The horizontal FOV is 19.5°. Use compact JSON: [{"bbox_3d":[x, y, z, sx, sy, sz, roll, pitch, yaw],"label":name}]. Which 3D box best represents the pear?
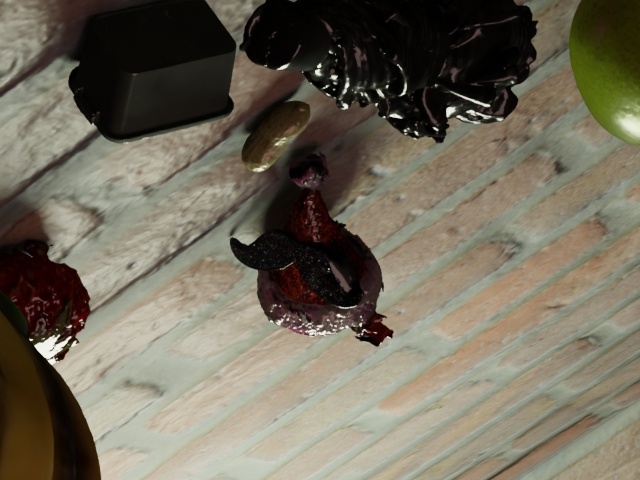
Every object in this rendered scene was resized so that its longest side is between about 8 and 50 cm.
[{"bbox_3d":[0.329,-0.194,1.725,0.187,0.187,0.219,-16,141,-31],"label":"pear"}]

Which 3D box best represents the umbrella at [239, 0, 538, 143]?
[{"bbox_3d":[0.074,-0.159,1.513,0.154,0.128,0.337,-40,160,18],"label":"umbrella"}]

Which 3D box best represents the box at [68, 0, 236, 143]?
[{"bbox_3d":[-0.124,-0.133,1.414,0.122,0.084,0.069,-18,145,-30],"label":"box"}]

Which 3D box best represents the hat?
[{"bbox_3d":[0.000,0.003,1.815,0.129,0.140,0.227,-33,147,-21],"label":"hat"}]

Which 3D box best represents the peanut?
[{"bbox_3d":[-0.040,-0.094,1.654,0.083,0.037,0.037,-40,156,28],"label":"peanut"}]

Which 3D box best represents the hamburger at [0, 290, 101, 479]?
[{"bbox_3d":[-0.354,0.189,1.431,0.396,0.395,0.277,-30,157,-2],"label":"hamburger"}]

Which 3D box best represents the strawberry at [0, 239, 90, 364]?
[{"bbox_3d":[-0.272,0.072,1.655,0.145,0.086,0.145,-27,157,-13],"label":"strawberry"}]
